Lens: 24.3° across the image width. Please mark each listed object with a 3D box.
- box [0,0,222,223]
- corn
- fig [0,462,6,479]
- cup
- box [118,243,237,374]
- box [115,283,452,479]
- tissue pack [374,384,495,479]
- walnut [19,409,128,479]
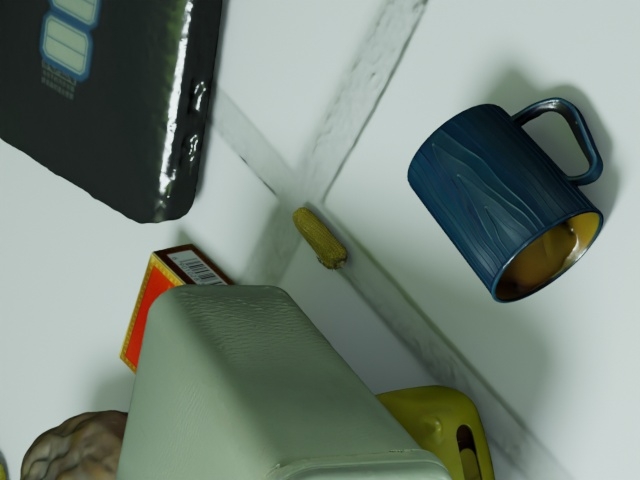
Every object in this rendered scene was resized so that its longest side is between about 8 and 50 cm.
[{"bbox_3d":[-0.251,-0.226,1.658,0.359,0.091,0.350,29,119,37],"label":"box"},{"bbox_3d":[0.000,0.000,1.498,0.083,0.027,0.028,50,122,29],"label":"corn"},{"bbox_3d":[-0.488,0.349,2.019,0.166,0.093,0.093,-42,69,43],"label":"fig"},{"bbox_3d":[0.169,-0.043,1.280,0.138,0.150,0.113,53,165,25],"label":"cup"},{"bbox_3d":[-0.111,0.133,1.611,0.240,0.074,0.153,41,121,33],"label":"box"},{"bbox_3d":[-0.059,0.264,1.351,0.344,0.177,0.352,49,132,54],"label":"box"},{"bbox_3d":[0.097,0.225,1.378,0.127,0.123,0.178,-12,86,49],"label":"tissue pack"},{"bbox_3d":[-0.238,0.318,1.659,0.273,0.227,0.273,38,136,48],"label":"walnut"}]
